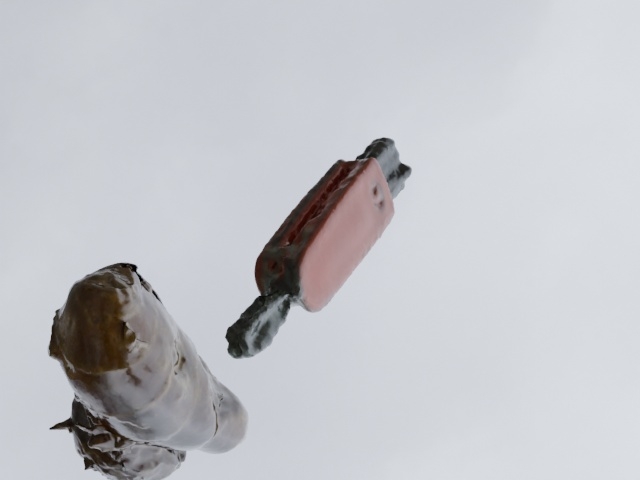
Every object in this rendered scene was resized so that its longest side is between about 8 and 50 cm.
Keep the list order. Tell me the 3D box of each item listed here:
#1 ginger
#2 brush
[{"bbox_3d":[-0.265,0.201,1.389,0.254,0.418,0.176,-19,-128,2],"label":"ginger"},{"bbox_3d":[-0.001,0.000,0.914,0.051,0.070,0.323,-4,-152,32],"label":"brush"}]
